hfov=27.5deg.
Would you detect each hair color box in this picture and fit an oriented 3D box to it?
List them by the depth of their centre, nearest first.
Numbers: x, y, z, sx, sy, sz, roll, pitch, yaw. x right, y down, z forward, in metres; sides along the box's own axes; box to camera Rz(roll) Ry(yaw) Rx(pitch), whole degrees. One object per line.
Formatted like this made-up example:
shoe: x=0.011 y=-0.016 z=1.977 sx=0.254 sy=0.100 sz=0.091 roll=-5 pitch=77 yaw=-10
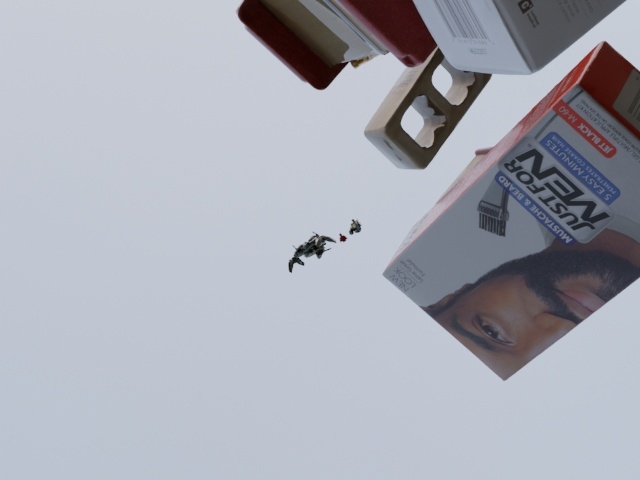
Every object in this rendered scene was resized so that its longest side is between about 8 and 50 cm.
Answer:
hair color box: x=0.118 y=-0.010 z=0.666 sx=0.093 sy=0.167 sz=0.053 roll=41 pitch=-136 yaw=-2

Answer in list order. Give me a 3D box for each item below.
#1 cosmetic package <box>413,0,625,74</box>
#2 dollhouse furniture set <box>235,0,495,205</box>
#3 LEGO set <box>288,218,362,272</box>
cosmetic package: x=0.181 y=-0.212 z=0.890 sx=0.231 sy=0.117 sz=0.085 roll=-37 pitch=-68 yaw=-13
dollhouse furniture set: x=0.128 y=-0.143 z=1.120 sx=0.374 sy=0.201 sz=0.152 roll=41 pitch=-105 yaw=-20
LEGO set: x=0.001 y=0.000 z=1.256 sx=0.083 sy=0.054 sz=0.023 roll=-30 pitch=-99 yaw=-24
